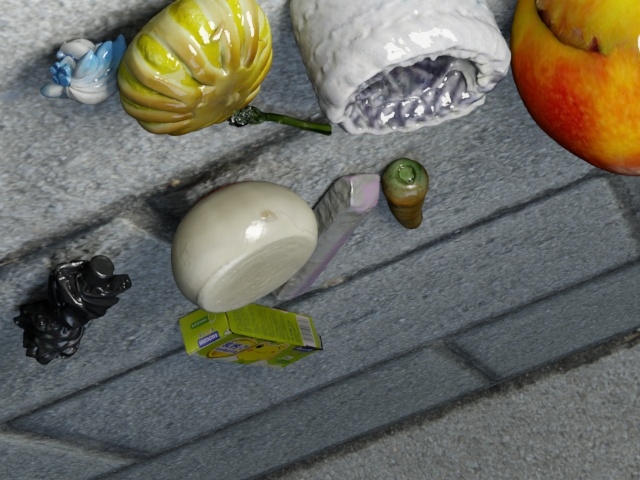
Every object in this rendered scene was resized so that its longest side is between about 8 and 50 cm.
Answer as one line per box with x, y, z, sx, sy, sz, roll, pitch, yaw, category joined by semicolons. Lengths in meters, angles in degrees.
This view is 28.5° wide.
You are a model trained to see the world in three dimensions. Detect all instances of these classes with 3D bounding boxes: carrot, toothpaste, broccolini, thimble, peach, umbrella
0.146;-0.060;2.096;0.078;0.078;0.298;-19;163;1;carrot
-0.130;0.184;2.442;0.110;0.077;0.327;-27;157;25;toothpaste
-0.059;-0.164;1.726;0.042;0.044;0.218;-47;153;24;broccolini
0.095;-0.235;1.501;0.246;0.157;0.217;-5;156;-32;thimble
0.409;-0.229;1.523;0.370;0.370;0.370;-16;158;-6;peach
-0.391;0.099;1.993;0.122;0.110;0.272;30;137;-16;umbrella

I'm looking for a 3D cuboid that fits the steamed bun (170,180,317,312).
-0.124;-0.005;1.896;0.232;0.145;0.232;-29;159;-12;steamed bun

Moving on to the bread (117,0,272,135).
-0.135;-0.195;1.431;0.213;0.104;0.213;-34;167;-9;bread

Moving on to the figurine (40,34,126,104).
-0.259;-0.198;1.435;0.114;0.079;0.114;-39;-177;3;figurine

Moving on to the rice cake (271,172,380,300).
0.000;0.000;2.119;0.070;0.064;0.399;-13;159;-29;rice cake
